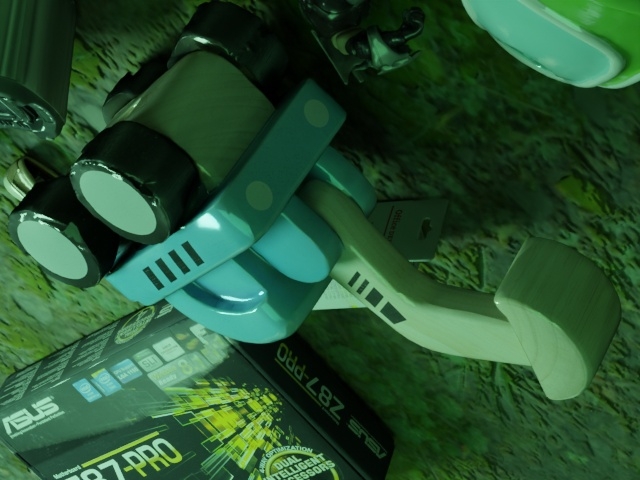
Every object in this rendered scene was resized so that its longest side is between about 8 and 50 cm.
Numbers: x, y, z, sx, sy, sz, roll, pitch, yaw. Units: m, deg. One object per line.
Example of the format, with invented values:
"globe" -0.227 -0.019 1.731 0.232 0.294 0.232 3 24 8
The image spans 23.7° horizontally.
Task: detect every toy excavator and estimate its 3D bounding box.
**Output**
"toy excavator" 0.000 0.000 1.409 0.445 0.222 0.433 42 146 -15

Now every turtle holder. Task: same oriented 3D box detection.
"turtle holder" 0.189 -0.249 1.212 0.320 0.243 0.227 12 149 -6

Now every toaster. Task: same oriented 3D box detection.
"toaster" -0.308 -0.189 1.432 0.129 0.146 0.227 6 171 9

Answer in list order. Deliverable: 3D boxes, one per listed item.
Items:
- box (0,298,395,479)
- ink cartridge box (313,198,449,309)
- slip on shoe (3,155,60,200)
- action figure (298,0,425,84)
"box" -0.159 0.228 1.816 0.395 0.097 0.318 -26 115 33
"ink cartridge box" 0.043 0.015 1.566 0.181 0.104 0.061 -4 128 20
"slip on shoe" -0.279 -0.042 1.657 0.135 0.051 0.041 39 132 -7
"action figure" 0.024 -0.231 1.301 0.099 0.285 0.185 -37 89 -6
